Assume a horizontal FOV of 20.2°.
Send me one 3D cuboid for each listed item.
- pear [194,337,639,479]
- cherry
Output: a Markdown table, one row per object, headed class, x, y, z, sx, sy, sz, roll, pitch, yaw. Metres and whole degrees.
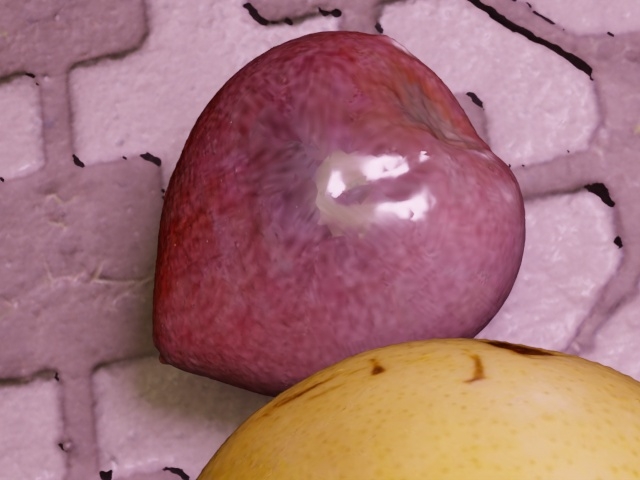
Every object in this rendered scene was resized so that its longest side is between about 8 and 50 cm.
| class | x | y | z | sx | sy | sz | roll | pitch | yaw |
| --- | --- | --- | --- | --- | --- | --- | --- | --- | --- |
| pear | 0.078 | 0.219 | 1.004 | 0.348 | 0.348 | 0.348 | -4 | 73 | 12 |
| cherry | 0.008 | -0.006 | 1.170 | 0.239 | 0.206 | 0.239 | 8 | 103 | 35 |
